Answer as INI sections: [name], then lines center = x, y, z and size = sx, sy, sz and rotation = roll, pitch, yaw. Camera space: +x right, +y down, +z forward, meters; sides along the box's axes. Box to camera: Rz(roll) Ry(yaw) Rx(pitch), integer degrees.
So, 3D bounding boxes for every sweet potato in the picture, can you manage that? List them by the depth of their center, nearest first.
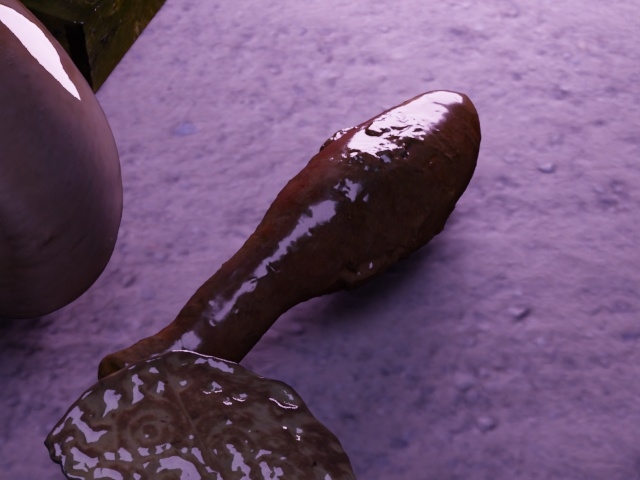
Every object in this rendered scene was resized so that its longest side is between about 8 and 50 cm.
[sweet potato]
center = 0.000, 0.000, 1.194
size = 0.109, 0.109, 0.385
rotation = 31, 54, 27

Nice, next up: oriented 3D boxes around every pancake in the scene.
[pancake]
center = -0.073, 0.175, 1.044
size = 0.212, 0.029, 0.235
rotation = 6, 56, -9

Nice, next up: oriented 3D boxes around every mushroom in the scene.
[mushroom]
center = -0.298, -0.044, 1.139
size = 0.290, 0.292, 0.292
rotation = -40, 56, -11

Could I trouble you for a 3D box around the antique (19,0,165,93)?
[antique]
center = -0.184, -0.229, 1.431
size = 0.081, 0.080, 0.221
rotation = 18, 47, 15
